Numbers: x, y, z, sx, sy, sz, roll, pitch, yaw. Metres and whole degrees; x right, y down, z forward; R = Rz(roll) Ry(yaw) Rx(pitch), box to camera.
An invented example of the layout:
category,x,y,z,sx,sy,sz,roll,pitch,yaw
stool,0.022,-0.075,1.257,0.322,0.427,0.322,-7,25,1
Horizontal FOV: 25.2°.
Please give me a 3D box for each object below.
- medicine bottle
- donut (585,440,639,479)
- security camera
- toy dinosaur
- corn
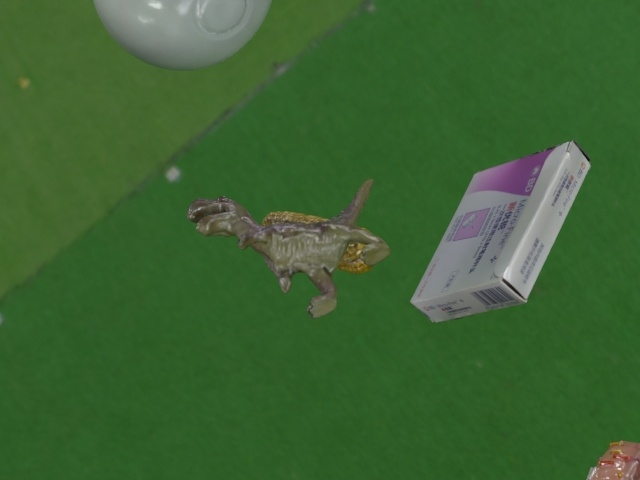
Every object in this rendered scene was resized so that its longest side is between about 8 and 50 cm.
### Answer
category,x,y,z,sx,sy,sz,roll,pitch,yaw
medicine bottle,0.204,-0.007,1.595,0.171,0.052,0.201,-17,37,56
donut,0.315,0.256,1.485,0.065,0.166,0.117,17,105,23
security camera,-0.135,-0.287,1.435,0.194,0.194,0.236,35,106,35
toy dinosaur,0.001,-0.012,1.494,0.251,0.072,0.200,-17,38,-25
corn,0.000,0.000,2.033,0.207,0.068,0.068,16,72,38
